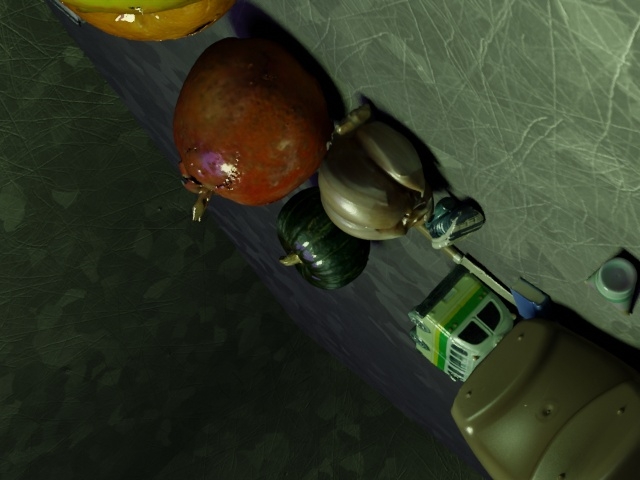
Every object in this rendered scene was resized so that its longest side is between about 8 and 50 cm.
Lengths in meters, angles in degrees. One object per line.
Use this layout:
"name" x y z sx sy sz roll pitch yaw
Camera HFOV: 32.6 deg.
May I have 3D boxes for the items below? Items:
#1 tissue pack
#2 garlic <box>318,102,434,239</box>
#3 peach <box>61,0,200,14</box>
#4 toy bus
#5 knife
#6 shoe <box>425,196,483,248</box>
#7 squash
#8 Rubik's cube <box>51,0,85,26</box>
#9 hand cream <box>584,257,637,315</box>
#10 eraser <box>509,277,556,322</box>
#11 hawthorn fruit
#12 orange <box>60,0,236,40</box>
"tissue pack" 0.397 0.310 1.625 0.277 0.267 0.387 46 176 -28
"garlic" 0.076 -0.078 1.683 0.191 0.160 0.214 56 169 17
"peach" -0.193 -0.396 1.071 0.370 0.370 0.370 43 169 10
"toy bus" 0.259 0.164 1.988 0.165 0.133 0.276 42 169 18
"knife" 0.249 0.038 1.864 0.298 0.017 0.047 42 163 17
"shoe" 0.202 -0.033 1.683 0.071 0.064 0.143 64 165 5
"squash" 0.005 -0.003 2.206 0.218 0.172 0.218 27 150 17
"Rubik's cube" -0.370 -0.500 1.593 0.231 0.224 0.221 41 169 17
"hand cream" 0.379 0.062 1.419 0.076 0.047 0.174 40 177 15
"eraser" 0.340 0.103 1.743 0.063 0.027 0.084 35 165 37
"hawthorn fruit" -0.126 -0.164 1.771 0.276 0.307 0.276 31 175 3
"orange" -0.224 -0.386 1.389 0.284 0.226 0.284 5 156 2
